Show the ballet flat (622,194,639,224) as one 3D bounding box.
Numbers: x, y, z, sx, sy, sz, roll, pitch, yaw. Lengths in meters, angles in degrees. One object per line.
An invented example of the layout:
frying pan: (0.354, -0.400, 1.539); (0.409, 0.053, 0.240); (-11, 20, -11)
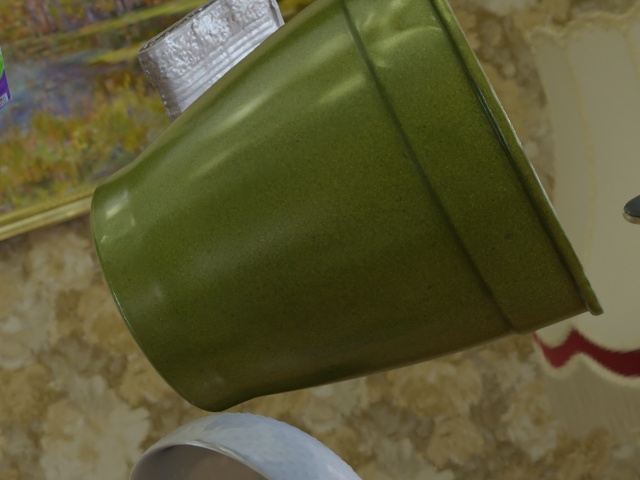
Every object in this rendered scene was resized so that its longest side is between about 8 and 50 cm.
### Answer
ballet flat: (0.461, -0.037, 1.416); (0.173, 0.057, 0.049); (-7, -44, -21)

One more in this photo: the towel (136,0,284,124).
towel: (-0.143, -0.272, 1.691); (0.049, 0.187, 0.282); (2, 36, 44)

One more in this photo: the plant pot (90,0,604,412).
plant pot: (0.005, -0.026, 0.978); (0.353, 0.366, 0.366); (-27, 3, 11)

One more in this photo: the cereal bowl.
cereal bowl: (-0.045, 0.328, 1.222); (0.339, 0.339, 0.141); (-15, 16, 43)

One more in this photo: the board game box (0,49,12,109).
board game box: (-0.454, -0.222, 1.219); (0.142, 0.144, 0.275); (-45, -8, -21)
